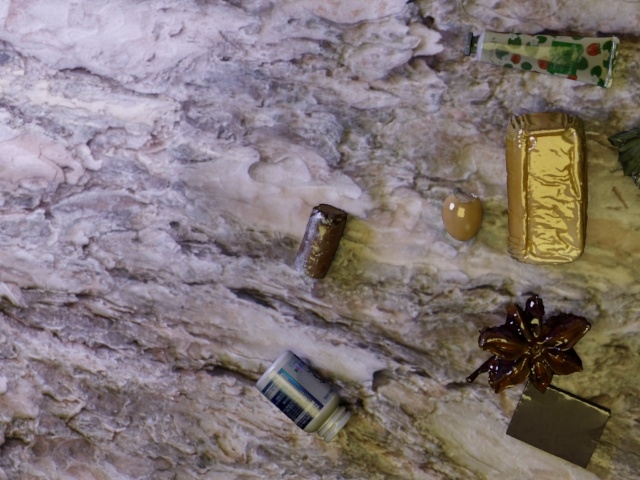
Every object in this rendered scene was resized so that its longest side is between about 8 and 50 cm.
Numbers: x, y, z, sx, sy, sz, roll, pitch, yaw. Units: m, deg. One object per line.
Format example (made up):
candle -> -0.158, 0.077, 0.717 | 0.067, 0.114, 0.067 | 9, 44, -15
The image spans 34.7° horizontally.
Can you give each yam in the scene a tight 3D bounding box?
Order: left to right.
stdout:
yam -> -0.001, 0.000, 2.053 | 0.079, 0.079, 0.141 | 22, 107, 11

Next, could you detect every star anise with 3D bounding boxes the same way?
star anise -> 0.399, 0.193, 1.949 | 0.220, 0.126, 0.190 | 7, 124, -8

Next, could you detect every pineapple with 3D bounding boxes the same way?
pineapple -> 0.642, -0.219, 1.819 | 0.277, 0.119, 0.130 | -40, 132, 20

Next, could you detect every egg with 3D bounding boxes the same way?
egg -> 0.272, -0.046, 1.967 | 0.080, 0.080, 0.096 | 12, 112, 13

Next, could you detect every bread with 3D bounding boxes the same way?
bread -> 0.418, -0.093, 1.896 | 0.152, 0.119, 0.288 | -2, 101, 13

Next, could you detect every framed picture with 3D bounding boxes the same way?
framed picture -> 0.468, 0.358, 2.017 | 0.168, 0.023, 0.128 | 22, 105, 11

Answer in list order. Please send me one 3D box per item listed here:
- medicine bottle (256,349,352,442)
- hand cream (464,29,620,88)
medicine bottle -> -0.031, 0.324, 2.106 | 0.191, 0.107, 0.107 | 41, 108, 5
hand cream -> 0.405, -0.345, 1.888 | 0.276, 0.059, 0.095 | 9, 105, 9
